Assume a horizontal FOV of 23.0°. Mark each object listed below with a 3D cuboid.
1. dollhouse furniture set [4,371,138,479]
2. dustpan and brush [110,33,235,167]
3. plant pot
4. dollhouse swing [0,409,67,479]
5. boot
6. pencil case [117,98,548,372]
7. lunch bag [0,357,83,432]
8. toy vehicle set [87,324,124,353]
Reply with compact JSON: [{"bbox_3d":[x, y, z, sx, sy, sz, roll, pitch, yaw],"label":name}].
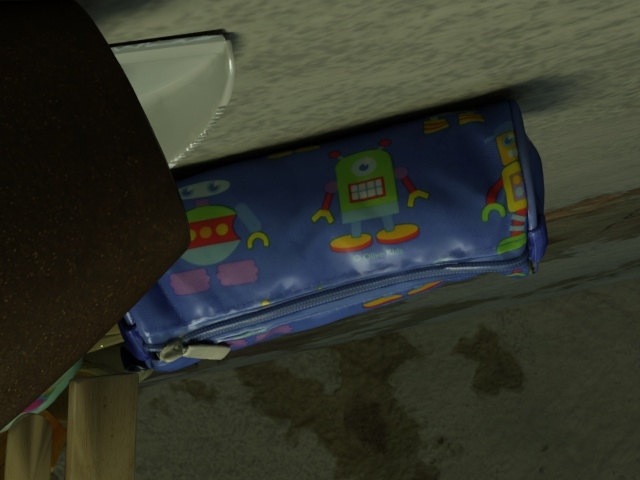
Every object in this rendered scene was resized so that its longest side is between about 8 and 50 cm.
[{"bbox_3d":[-0.219,0.139,0.977,0.151,0.123,0.144,6,-176,35],"label":"dollhouse furniture set"},{"bbox_3d":[-0.129,-0.036,0.794,0.147,0.060,0.211,-11,172,-19],"label":"dustpan and brush"},{"bbox_3d":[-0.174,0.005,0.587,0.230,0.215,0.215,-26,175,-12],"label":"plant pot"},{"bbox_3d":[-0.453,0.202,1.353,0.315,0.305,0.347,35,168,-26],"label":"dollhouse swing"},{"bbox_3d":[-0.313,0.153,1.815,0.213,0.077,0.165,3,-167,17],"label":"boot"},{"bbox_3d":[0.000,0.000,1.032,0.306,0.133,0.119,-14,143,3],"label":"pencil case"},{"bbox_3d":[-0.301,0.078,0.988,0.223,0.160,0.262,-5,175,-42],"label":"lunch bag"},{"bbox_3d":[-0.310,0.102,1.612,0.267,0.035,0.166,-6,170,-45],"label":"toy vehicle set"}]
